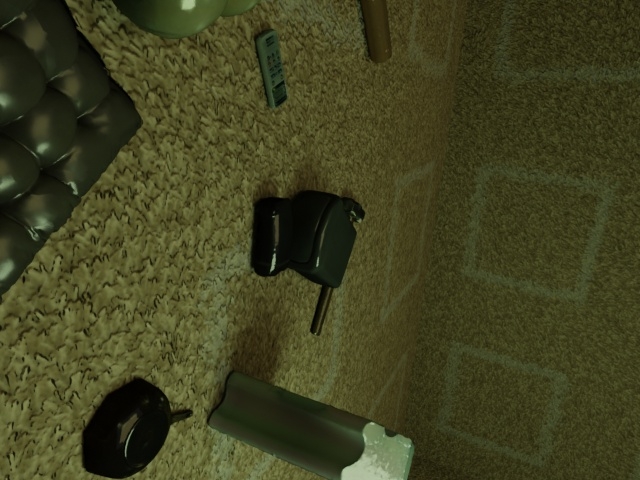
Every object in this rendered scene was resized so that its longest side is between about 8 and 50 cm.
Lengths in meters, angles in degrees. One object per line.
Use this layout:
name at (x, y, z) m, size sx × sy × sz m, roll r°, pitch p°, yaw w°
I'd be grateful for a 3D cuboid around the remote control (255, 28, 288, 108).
remote control at (-0.082, -0.291, 0.766) m, size 0.053 × 0.017 × 0.125 m, roll -53°, pitch 146°, yaw -41°

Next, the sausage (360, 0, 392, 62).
sausage at (0.120, -0.551, 1.034) m, size 0.301 × 0.065 × 0.066 m, roll 67°, pitch 42°, yaw -55°

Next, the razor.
razor at (-0.086, -0.009, 0.849) m, size 0.090 × 0.054 × 0.148 m, roll -32°, pitch 130°, yaw -63°

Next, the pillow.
pillow at (-0.287, -0.074, 0.331) m, size 0.327 × 0.101 × 0.228 m, roll -62°, pitch 155°, yaw -28°

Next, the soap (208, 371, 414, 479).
soap at (-0.009, 0.371, 0.844) m, size 0.208 × 0.346 × 0.115 m, roll 62°, pitch 45°, yaw -56°

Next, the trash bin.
trash bin at (0.000, 0.000, 0.992) m, size 0.236 × 0.101 × 0.177 m, roll 47°, pitch 57°, yaw -64°

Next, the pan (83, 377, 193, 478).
pan at (-0.238, 0.258, 0.651) m, size 0.202 × 0.048 × 0.129 m, roll -22°, pitch 121°, yaw -62°

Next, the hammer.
hammer at (0.038, 0.071, 1.187) m, size 0.111 × 0.043 × 0.366 m, roll 29°, pitch 77°, yaw -66°

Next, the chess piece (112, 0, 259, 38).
chess piece at (-0.106, -0.349, 0.522) m, size 0.330 × 0.182 × 0.183 m, roll -51°, pitch 145°, yaw -35°
